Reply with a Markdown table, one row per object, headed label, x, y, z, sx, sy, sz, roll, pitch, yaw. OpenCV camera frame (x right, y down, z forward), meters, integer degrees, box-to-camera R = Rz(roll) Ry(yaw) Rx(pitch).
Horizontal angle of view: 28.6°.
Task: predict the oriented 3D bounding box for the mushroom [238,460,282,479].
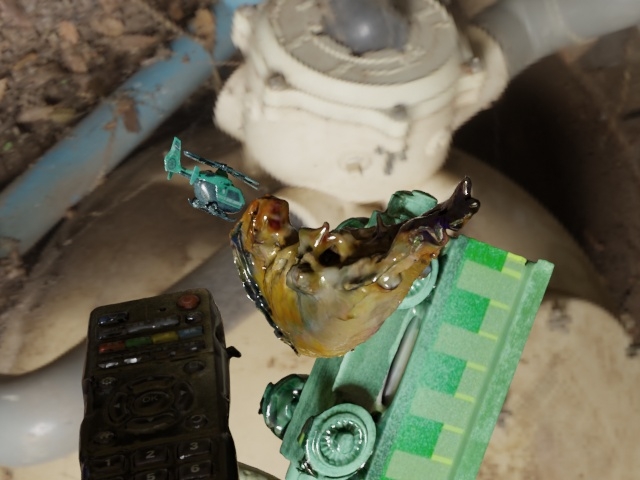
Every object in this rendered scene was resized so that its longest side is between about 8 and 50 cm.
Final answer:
| label | x | y | z | sx | sy | sz | roll | pitch | yaw |
| --- | --- | --- | --- | --- | --- | --- | --- | --- | --- |
| mushroom | -0.199 | 0.391 | 2.085 | 0.081 | 0.312 | 0.100 | -43 | 152 | -65 |

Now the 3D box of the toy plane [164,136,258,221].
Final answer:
| label | x | y | z | sx | sy | sz | roll | pitch | yaw |
| --- | --- | --- | --- | --- | --- | --- | --- | --- | --- |
| toy plane | -0.194 | -0.098 | 2.185 | 0.235 | 0.060 | 0.096 | 25 | 87 | -51 |

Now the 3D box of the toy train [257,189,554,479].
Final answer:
| label | x | y | z | sx | sy | sz | roll | pitch | yaw |
| --- | --- | --- | --- | --- | --- | --- | --- | --- | --- |
| toy train | 0.077 | 0.109 | 1.162 | 0.202 | 0.120 | 0.301 | 19 | 92 | -24 |

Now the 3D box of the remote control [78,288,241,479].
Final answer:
| label | x | y | z | sx | sy | sz | roll | pitch | yaw |
| --- | --- | --- | --- | --- | --- | --- | --- | --- | --- |
| remote control | -0.132 | 0.172 | 1.058 | 0.144 | 0.399 | 0.062 | -9 | 121 | -2 |

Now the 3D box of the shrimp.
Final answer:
| label | x | y | z | sx | sy | sz | roll | pitch | yaw |
| --- | --- | --- | --- | --- | --- | --- | --- | --- | --- |
| shrimp | 0.002 | 0.008 | 0.768 | 0.117 | 0.262 | 0.066 | 44 | 58 | 1 |
